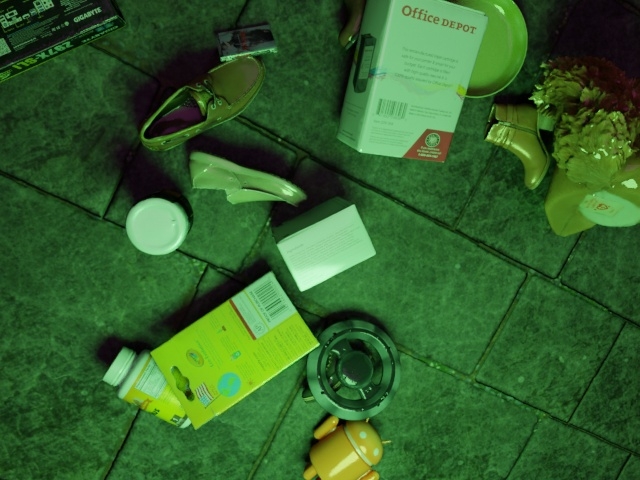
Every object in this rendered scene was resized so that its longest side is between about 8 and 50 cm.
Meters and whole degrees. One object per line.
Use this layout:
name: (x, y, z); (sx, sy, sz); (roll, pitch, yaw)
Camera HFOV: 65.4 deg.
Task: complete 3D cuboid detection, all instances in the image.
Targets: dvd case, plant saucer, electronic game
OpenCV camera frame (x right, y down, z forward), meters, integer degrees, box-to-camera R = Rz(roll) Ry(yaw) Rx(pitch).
dvd case: (-0.157, -0.415, 1.047); (0.120, 0.087, 0.013); (-13, 147, -6)
plant saucer: (0.353, -0.449, 1.140); (0.241, 0.037, 0.240); (-2, 101, -9)
electronic game: (0.079, 0.300, 1.166); (0.230, 0.048, 0.229); (2, 78, -11)

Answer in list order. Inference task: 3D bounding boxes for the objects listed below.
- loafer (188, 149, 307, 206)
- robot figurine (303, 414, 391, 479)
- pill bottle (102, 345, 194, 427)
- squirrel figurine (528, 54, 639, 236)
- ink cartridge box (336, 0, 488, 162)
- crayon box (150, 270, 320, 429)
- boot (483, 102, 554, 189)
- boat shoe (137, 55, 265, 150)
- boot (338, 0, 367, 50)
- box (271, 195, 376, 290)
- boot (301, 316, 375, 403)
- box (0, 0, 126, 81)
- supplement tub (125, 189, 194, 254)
loafer: (-0.162, -0.119, 1.091); (0.269, 0.102, 0.092); (18, 98, -3)
robot figurine: (0.060, 0.524, 1.227); (0.219, 0.158, 0.128); (-37, 133, -1)
pill bottle: (-0.371, 0.325, 1.124); (0.215, 0.117, 0.117); (33, 94, -13)
squirrel figurine: (0.633, -0.241, 1.070); (0.397, 0.281, 0.370); (41, 64, -33)
ink cartridge box: (0.182, -0.332, 1.035); (0.226, 0.131, 0.306); (4, 111, -24)
crayon box: (-0.185, 0.239, 1.110); (0.319, 0.081, 0.202); (-33, 78, -6)
boot: (0.463, -0.226, 1.187); (0.153, 0.073, 0.197); (7, 93, -8)
boat shoe: (-0.239, -0.285, 1.038); (0.307, 0.104, 0.110); (-39, 102, -2)
boot: (0.006, -0.569, 1.033); (0.281, 0.096, 0.264); (23, 99, -11)
box: (0.000, 0.000, 1.091); (0.182, 0.181, 0.119); (-27, 104, -3)
boot: (0.017, 0.289, 1.211); (0.198, 0.077, 0.137); (-31, 99, -16)
box: (-0.589, -0.481, 0.961); (0.322, 0.079, 0.257); (-27, 102, -4)
supplement tub: (-0.324, -0.043, 1.026); (0.117, 0.190, 0.116); (-1, 100, -8)
